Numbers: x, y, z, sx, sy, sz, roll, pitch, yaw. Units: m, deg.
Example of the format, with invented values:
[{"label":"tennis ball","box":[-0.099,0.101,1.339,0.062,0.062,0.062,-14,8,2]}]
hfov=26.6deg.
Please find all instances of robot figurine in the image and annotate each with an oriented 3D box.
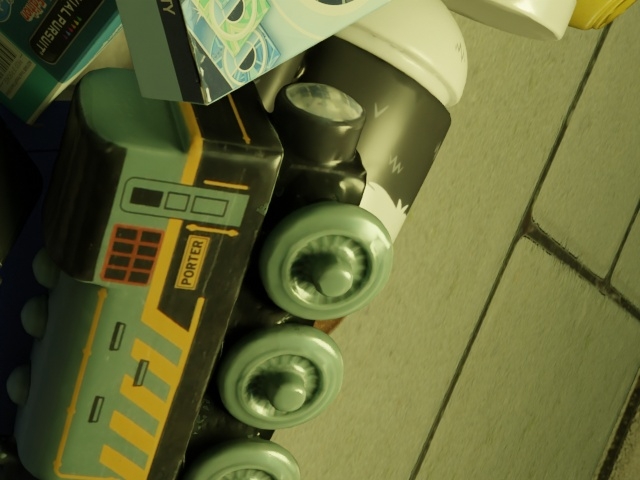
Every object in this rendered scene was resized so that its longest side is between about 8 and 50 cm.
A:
[{"label":"robot figurine","box":[-0.008,-0.072,0.984,0.278,0.174,0.209,-64,-164,-6]}]

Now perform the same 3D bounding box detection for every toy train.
[{"label":"toy train","box":[-0.085,0.048,0.820,0.190,0.142,0.334,9,121,-19]}]

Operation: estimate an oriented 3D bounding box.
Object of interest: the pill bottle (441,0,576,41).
[{"label":"pill bottle","box":[0.196,-0.346,1.126,0.188,0.188,0.334,17,95,-64]}]

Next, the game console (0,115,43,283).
[{"label":"game console","box":[-0.215,-0.028,0.709,0.107,0.071,0.122,-25,133,4]}]

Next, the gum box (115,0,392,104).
[{"label":"gum box","box":[-0.014,-0.162,0.542,0.184,0.041,0.157,-36,124,-39]}]

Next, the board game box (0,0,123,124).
[{"label":"board game box","box":[-0.044,-0.234,0.717,0.336,0.079,0.254,-52,-168,-27]}]

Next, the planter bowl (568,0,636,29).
[{"label":"planter bowl","box":[0.282,-0.273,1.344,0.217,0.090,0.217,-38,173,-5]}]

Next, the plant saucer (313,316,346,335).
[{"label":"plant saucer","box":[0.000,0.000,1.204,0.198,0.036,0.198,-43,146,-39]}]

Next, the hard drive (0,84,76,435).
[{"label":"hard drive","box":[-0.219,0.062,0.831,0.210,0.040,0.318,-10,119,-60]}]
